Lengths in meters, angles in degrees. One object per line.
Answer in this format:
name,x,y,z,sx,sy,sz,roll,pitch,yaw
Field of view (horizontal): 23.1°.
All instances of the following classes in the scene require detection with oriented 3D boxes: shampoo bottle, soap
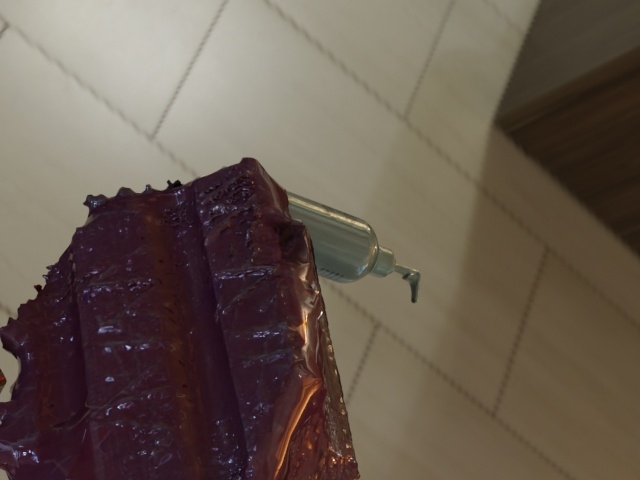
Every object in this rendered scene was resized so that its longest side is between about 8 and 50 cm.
shampoo bottle,0.000,0.000,1.202,0.195,0.056,0.056,20,61,-34
soap,-0.088,0.102,0.987,0.325,0.220,0.127,-102,171,-49

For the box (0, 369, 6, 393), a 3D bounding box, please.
box,-0.375,0.082,0.930,0.313,0.089,0.197,-24,74,-40
